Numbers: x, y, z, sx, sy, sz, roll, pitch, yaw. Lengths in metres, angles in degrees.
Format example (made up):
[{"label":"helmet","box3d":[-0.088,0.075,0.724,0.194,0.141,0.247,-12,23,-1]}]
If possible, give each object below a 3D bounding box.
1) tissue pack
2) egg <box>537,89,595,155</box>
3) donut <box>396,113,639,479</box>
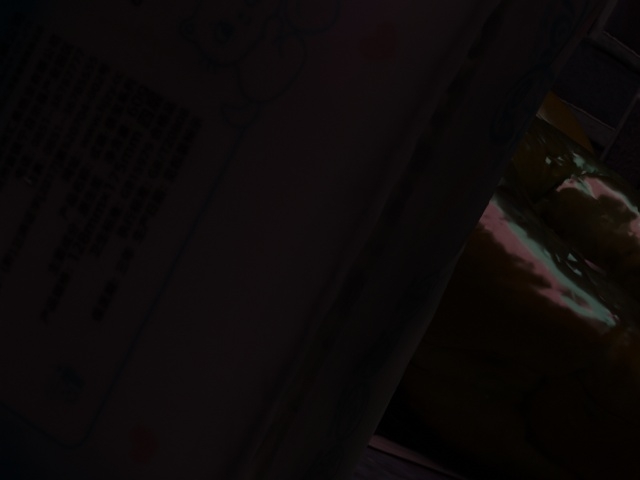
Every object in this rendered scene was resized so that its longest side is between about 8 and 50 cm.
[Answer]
[{"label":"tissue pack","box3d":[-0.046,-0.038,0.545,0.201,0.271,0.124,30,7,20]},{"label":"egg","box3d":[0.084,-0.043,1.444,0.322,0.250,0.250,14,-2,27]},{"label":"donut","box3d":[0.152,0.045,1.153,0.360,0.170,0.360,35,22,-16]}]
